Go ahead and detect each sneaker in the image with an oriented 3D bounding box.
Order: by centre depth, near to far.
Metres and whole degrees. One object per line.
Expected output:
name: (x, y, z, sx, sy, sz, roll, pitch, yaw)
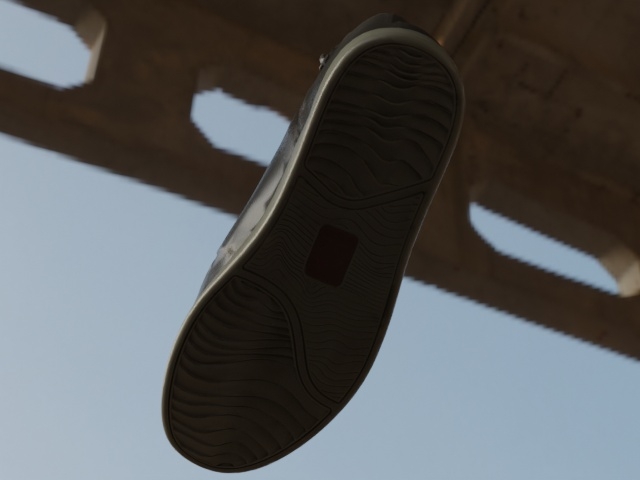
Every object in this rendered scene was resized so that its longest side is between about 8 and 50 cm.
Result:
sneaker: (0.000, 0.000, 0.672, 0.083, 0.118, 0.222, 28, -76, -6)
